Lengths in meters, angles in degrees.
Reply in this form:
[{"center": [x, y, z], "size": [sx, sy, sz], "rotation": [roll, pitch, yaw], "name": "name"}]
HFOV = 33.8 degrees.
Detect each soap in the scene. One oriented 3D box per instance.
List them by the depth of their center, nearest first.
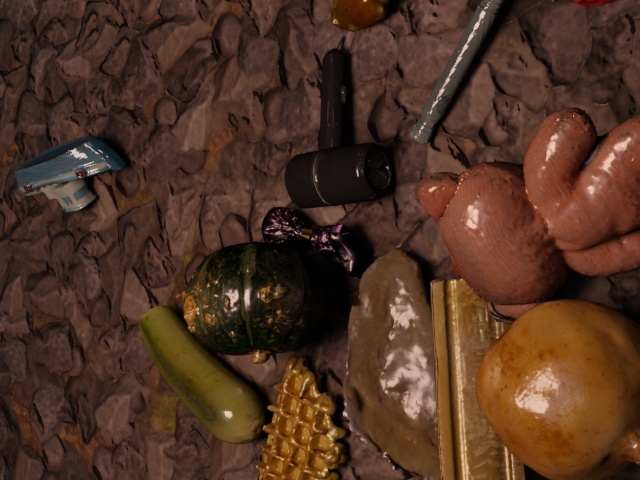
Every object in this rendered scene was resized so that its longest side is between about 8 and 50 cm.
[{"center": [0.170, 0.163, 1.146], "size": [0.092, 0.037, 0.252], "rotation": [-3, 75, 7], "name": "soap"}]

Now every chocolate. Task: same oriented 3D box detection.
[{"center": [-0.002, -0.002, 1.330], "size": [0.147, 0.072, 0.070], "rotation": [15, 58, 30], "name": "chocolate"}]

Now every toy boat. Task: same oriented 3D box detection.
[{"center": [-0.381, -0.098, 1.631], "size": [0.215, 0.088, 0.102], "rotation": [-13, 115, 37], "name": "toy boat"}]

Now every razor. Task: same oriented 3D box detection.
[{"center": [0.164, -0.214, 1.205], "size": [0.106, 0.068, 0.232], "rotation": [46, 122, 31], "name": "razor"}]

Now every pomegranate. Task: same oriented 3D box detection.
[{"center": [0.258, 0.154, 1.039], "size": [0.196, 0.196, 0.196], "rotation": [-1, 88, 39], "name": "pomegranate"}]

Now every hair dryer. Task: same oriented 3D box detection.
[{"center": [0.025, -0.151, 1.312], "size": [0.124, 0.071, 0.219], "rotation": [-8, 75, 37], "name": "hair dryer"}]

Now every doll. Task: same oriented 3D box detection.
[{"center": [0.265, -0.052, 1.079], "size": [0.303, 0.156, 0.201], "rotation": [-27, 111, 15], "name": "doll"}]

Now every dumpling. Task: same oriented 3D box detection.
[{"center": [0.112, 0.182, 1.213], "size": [0.166, 0.086, 0.332], "rotation": [-29, 67, 0], "name": "dumpling"}]

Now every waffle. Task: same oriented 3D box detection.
[{"center": [-0.041, 0.258, 1.358], "size": [0.192, 0.046, 0.161], "rotation": [-46, 64, 28], "name": "waffle"}]

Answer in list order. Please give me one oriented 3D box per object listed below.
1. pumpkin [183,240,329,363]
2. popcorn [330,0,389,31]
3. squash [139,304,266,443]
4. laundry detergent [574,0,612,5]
[{"center": [-0.079, 0.076, 1.300], "size": [0.190, 0.190, 0.146], "rotation": [-26, 53, 36], "name": "pumpkin"}, {"center": [-0.034, -0.428, 1.242], "size": [0.321, 0.326, 0.290], "rotation": [18, 99, -7], "name": "popcorn"}, {"center": [-0.162, 0.187, 1.441], "size": [0.250, 0.083, 0.083], "rotation": [41, 114, 35], "name": "squash"}, {"center": [0.292, -0.335, 1.104], "size": [0.097, 0.049, 0.165], "rotation": [-15, 79, 31], "name": "laundry detergent"}]
